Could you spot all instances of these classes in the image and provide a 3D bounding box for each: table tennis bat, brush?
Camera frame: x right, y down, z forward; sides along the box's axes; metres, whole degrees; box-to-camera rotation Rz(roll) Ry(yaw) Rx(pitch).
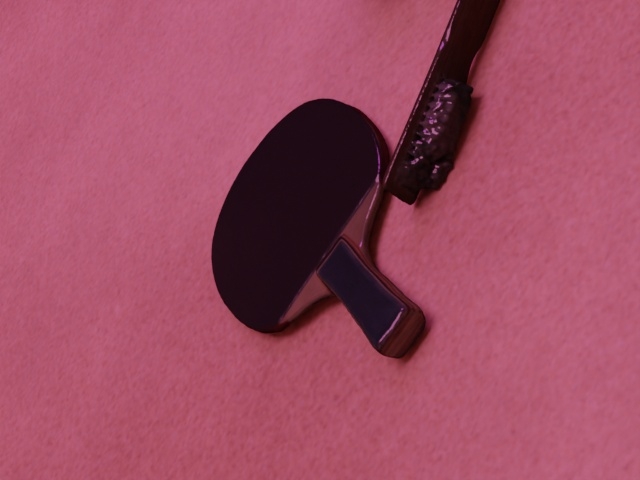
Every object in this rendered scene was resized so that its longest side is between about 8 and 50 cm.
[{"bbox_3d":[0.000,0.000,1.220,0.154,0.021,0.274,-55,30,9],"label":"table tennis bat"},{"bbox_3d":[0.087,-0.111,1.173,0.028,0.034,0.190,11,74,46],"label":"brush"}]
